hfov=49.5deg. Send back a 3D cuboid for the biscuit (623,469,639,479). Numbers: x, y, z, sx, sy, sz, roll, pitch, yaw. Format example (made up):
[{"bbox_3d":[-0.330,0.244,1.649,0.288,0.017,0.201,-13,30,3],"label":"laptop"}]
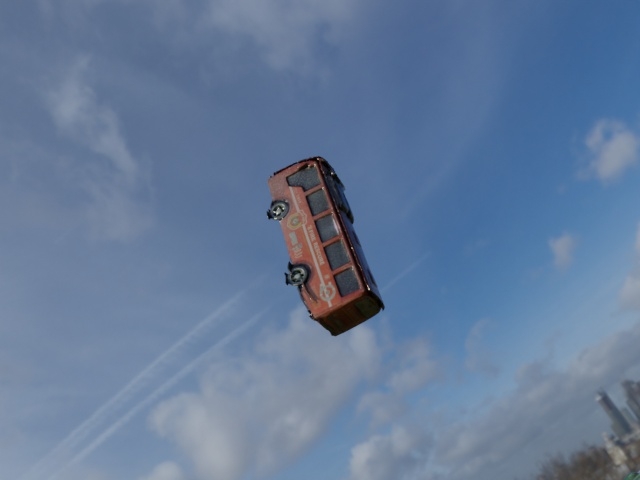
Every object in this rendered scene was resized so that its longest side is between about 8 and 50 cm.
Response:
[{"bbox_3d":[0.375,0.277,0.775,0.301,0.049,0.197,-49,-17,-8],"label":"biscuit"}]

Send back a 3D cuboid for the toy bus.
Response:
[{"bbox_3d":[0.000,0.000,0.836,0.096,0.234,0.073,-25,-38,11],"label":"toy bus"}]
